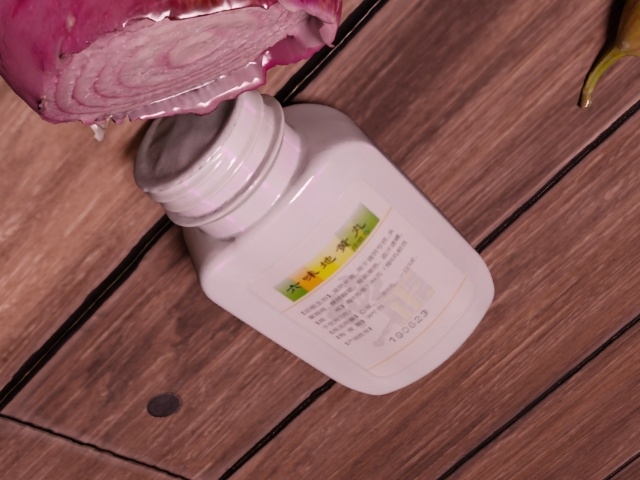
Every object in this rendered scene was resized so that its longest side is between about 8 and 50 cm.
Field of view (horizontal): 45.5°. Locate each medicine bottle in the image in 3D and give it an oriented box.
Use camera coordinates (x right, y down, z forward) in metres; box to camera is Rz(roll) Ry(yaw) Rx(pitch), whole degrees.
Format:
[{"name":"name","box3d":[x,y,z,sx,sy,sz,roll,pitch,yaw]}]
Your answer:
[{"name":"medicine bottle","box3d":[0.000,0.000,0.641,0.179,0.124,0.324,-42,131,11]}]

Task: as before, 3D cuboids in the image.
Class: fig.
[{"name":"fig","box3d":[0.282,-0.171,0.640,0.093,0.093,0.166,24,116,-34]}]

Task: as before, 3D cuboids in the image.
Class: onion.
[{"name":"onion","box3d":[-0.097,-0.170,0.438,0.207,0.200,0.200,-16,131,10]}]
